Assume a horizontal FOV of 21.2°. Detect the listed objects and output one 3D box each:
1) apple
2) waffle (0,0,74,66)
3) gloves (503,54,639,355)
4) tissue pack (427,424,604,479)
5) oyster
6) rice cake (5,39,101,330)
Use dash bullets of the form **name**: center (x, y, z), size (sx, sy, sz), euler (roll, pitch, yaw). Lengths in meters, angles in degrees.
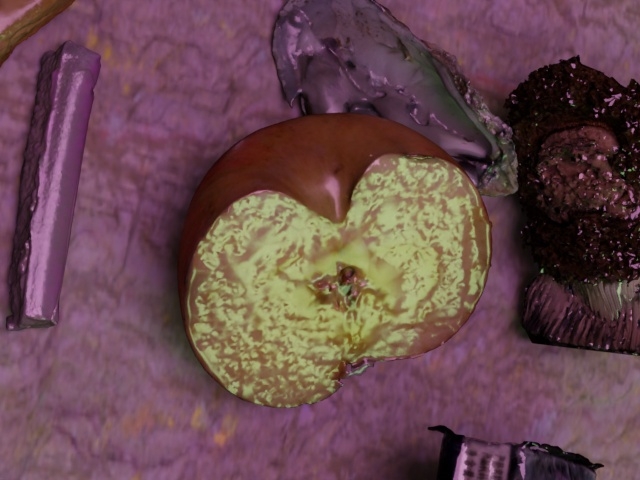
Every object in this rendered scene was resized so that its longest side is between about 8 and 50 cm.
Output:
- **apple**: center (0.000, 0.000, 1.602), size (0.292, 0.163, 0.251), euler (-14, 125, -8)
- **waffle**: center (-0.344, -0.326, 1.525), size (0.304, 0.077, 0.348), euler (-42, 103, -20)
- **gloves**: center (0.275, -0.032, 1.716), size (0.135, 0.210, 0.312), euler (-15, 111, -37)
- **tissue pack**: center (0.165, 0.371, 1.624), size (0.259, 0.122, 0.361), euler (30, 67, -63)
- **oyster**: center (0.076, -0.149, 1.672), size (0.252, 0.087, 0.199), euler (4, 91, 2)
- **rice cake**: center (-0.245, -0.048, 1.563), size (0.055, 0.049, 0.270), euler (15, 79, -36)
